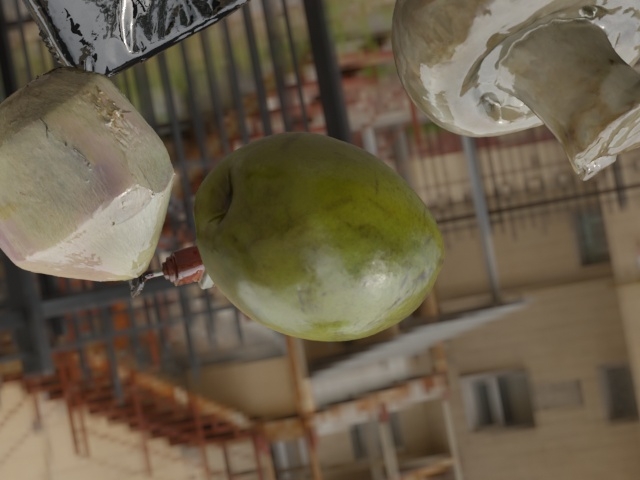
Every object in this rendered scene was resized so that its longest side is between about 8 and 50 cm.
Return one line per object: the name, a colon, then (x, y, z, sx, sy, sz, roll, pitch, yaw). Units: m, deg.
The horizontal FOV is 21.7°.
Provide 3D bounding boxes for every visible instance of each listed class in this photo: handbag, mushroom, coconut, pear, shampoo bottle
handbag: (-0.220, -0.323, 1.790, 0.244, 0.275, 0.088, -27, -148, -1)
mushroom: (0.228, -0.205, 1.732, 0.297, 0.290, 0.297, -19, 147, -13)
coconut: (-0.201, -0.047, 1.395, 0.171, 0.183, 0.171, -40, -177, 2)
pear: (0.000, 0.000, 2.010, 0.307, 0.253, 0.253, 29, 156, -33)
shampoo bottle: (-0.120, 0.021, 2.220, 0.284, 0.071, 0.153, -11, 168, -3)
